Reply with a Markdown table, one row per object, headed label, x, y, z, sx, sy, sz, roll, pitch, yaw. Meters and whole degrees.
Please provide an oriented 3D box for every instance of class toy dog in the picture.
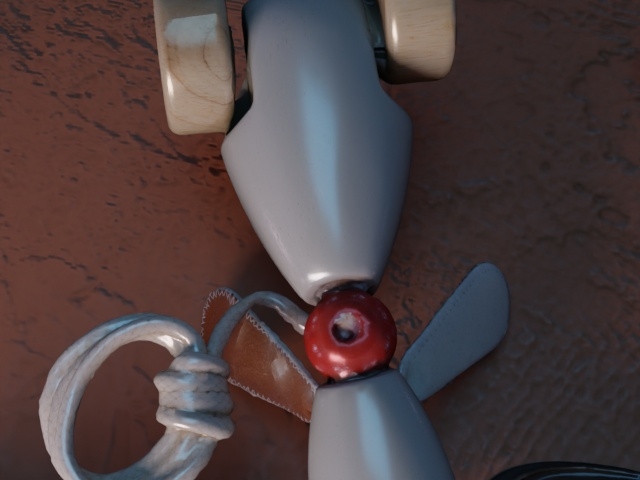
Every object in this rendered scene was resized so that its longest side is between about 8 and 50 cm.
| label | x | y | z | sx | sy | sz | roll | pitch | yaw |
| --- | --- | --- | --- | --- | --- | --- | --- | --- | --- |
| toy dog | 0.000 | 0.000 | 0.606 | 0.220 | 0.161 | 0.334 | 11 | 79 | 3 |

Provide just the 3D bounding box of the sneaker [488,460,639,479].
| label | x | y | z | sx | sy | sz | roll | pitch | yaw |
| --- | --- | --- | --- | --- | --- | --- | --- | --- | --- |
| sneaker | 0.184 | 0.141 | 0.523 | 0.222 | 0.118 | 0.083 | 14 | 65 | 8 |
